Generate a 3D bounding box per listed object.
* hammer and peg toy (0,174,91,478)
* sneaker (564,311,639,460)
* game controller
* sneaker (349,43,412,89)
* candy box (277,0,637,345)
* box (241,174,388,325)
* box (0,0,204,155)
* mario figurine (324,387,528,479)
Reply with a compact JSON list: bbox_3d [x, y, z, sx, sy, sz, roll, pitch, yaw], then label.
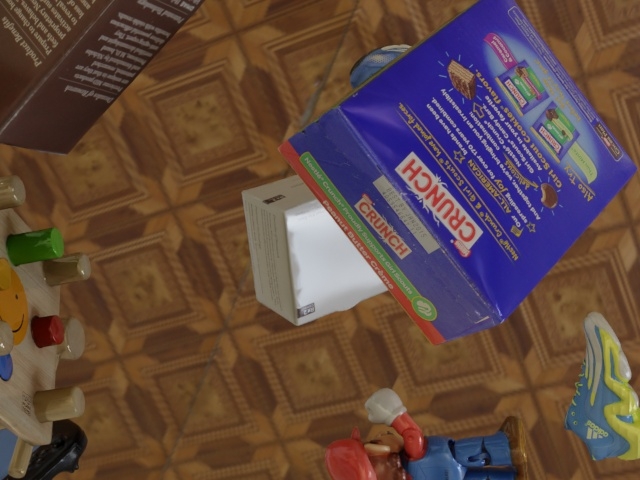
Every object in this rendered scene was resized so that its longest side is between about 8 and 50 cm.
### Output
[{"bbox_3d":[-0.349,0.108,1.287,0.127,0.265,0.361,-10,148,9],"label":"hammer and peg toy"},{"bbox_3d":[0.431,0.239,1.723,0.126,0.091,0.240,-20,84,10],"label":"sneaker"},{"bbox_3d":[-0.468,0.322,1.672,0.319,0.166,0.067,6,125,58],"label":"game controller"},{"bbox_3d":[0.176,-0.135,1.458,0.330,0.147,0.129,37,127,0],"label":"sneaker"},{"bbox_3d":[0.157,-0.086,1.168,0.268,0.317,0.122,53,141,-4],"label":"candy box"},{"bbox_3d":[0.000,0.000,1.571,0.119,0.181,0.181,26,129,51],"label":"box"},{"bbox_3d":[-0.222,-0.285,1.087,0.381,0.143,0.191,-43,73,13],"label":"box"},{"bbox_3d":[0.167,0.337,1.750,0.321,0.170,0.198,-3,78,9],"label":"mario figurine"}]
